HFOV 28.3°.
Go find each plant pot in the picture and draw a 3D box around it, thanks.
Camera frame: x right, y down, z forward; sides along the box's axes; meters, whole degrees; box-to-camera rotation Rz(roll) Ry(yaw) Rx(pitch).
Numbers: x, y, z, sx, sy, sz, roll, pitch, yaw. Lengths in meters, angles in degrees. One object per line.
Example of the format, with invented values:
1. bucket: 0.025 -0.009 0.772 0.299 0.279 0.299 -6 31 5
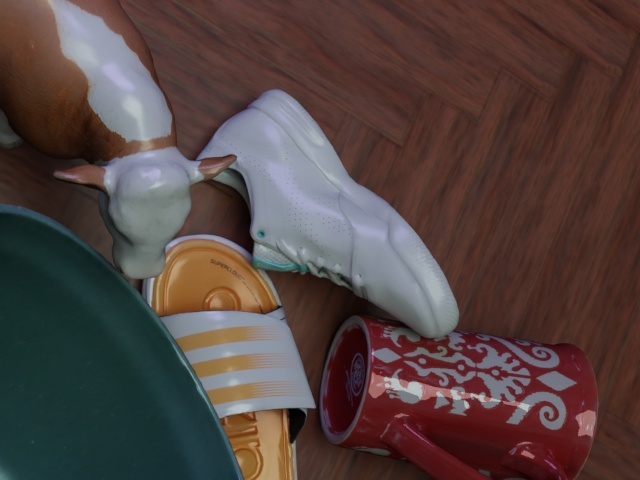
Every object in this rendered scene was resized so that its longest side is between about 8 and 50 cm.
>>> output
1. plant pot: -0.188 0.155 0.686 0.196 0.293 0.293 -29 99 15

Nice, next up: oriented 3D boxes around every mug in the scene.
1. mug: 0.099 0.114 0.879 0.169 0.150 0.113 14 93 -18

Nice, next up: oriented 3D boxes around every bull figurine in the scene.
1. bull figurine: -0.173 -0.119 0.751 0.101 0.188 0.310 -35 100 -22

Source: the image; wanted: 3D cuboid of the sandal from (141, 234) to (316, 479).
1. sandal: -0.047 0.123 0.847 0.102 0.076 0.265 -11 89 -25

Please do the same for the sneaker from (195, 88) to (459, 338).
1. sneaker: 0.000 0.000 0.865 0.094 0.080 0.212 -38 75 -15
